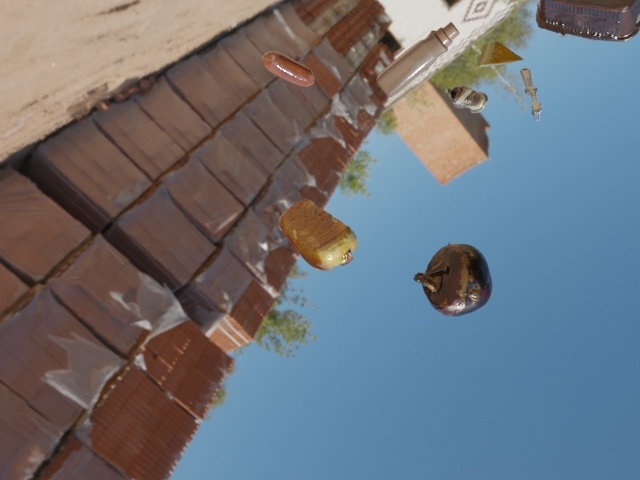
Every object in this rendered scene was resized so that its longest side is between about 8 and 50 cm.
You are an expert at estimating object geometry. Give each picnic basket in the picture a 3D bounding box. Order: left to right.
[{"bbox_3d":[0.727,-0.669,1.326,0.129,0.297,0.222,7,109,-56],"label":"picnic basket"}]

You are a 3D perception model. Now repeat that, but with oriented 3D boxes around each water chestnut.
[{"bbox_3d":[0.397,0.120,1.495,0.224,0.238,0.223,-167,-90,-70],"label":"water chestnut"}]

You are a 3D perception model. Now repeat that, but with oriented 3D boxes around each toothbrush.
[{"bbox_3d":[0.643,-0.465,1.520,0.040,0.040,0.386,-34,-157,34],"label":"toothbrush"}]

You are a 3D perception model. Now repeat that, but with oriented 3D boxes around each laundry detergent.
[{"bbox_3d":[0.267,-0.500,1.350,0.237,0.076,0.171,-36,-167,29],"label":"laundry detergent"}]

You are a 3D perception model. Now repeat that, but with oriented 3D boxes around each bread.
[{"bbox_3d":[0.624,-0.618,1.726,0.074,0.139,0.084,21,-88,65],"label":"bread"}]

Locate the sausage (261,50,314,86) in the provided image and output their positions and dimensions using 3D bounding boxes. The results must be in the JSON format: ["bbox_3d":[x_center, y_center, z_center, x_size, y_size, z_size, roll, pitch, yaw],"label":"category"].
[{"bbox_3d":[-0.106,-0.568,1.652,0.077,0.194,0.077,-37,-137,45],"label":"sausage"}]

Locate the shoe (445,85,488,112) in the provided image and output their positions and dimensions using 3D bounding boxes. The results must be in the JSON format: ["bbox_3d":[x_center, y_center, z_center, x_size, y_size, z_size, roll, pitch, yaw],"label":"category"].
[{"bbox_3d":[0.577,-0.572,1.972,0.180,0.092,0.089,37,-80,51],"label":"shoe"}]

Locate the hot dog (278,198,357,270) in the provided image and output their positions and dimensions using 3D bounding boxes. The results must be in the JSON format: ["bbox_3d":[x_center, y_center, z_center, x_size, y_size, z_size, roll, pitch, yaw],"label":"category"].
[{"bbox_3d":[0.001,-0.001,2.094,0.185,0.223,0.405,-38,-139,-13],"label":"hot dog"}]
